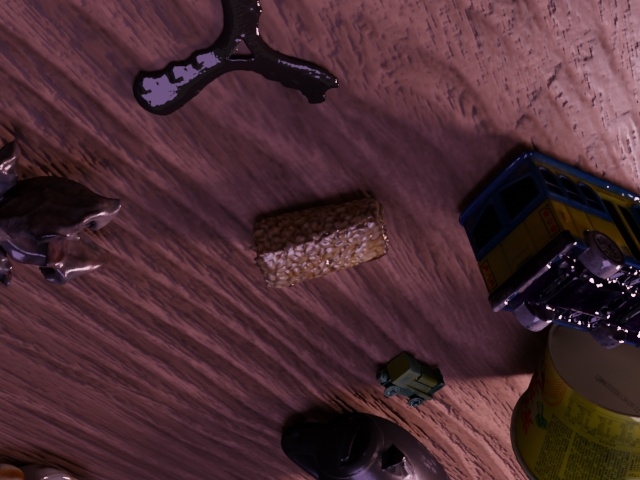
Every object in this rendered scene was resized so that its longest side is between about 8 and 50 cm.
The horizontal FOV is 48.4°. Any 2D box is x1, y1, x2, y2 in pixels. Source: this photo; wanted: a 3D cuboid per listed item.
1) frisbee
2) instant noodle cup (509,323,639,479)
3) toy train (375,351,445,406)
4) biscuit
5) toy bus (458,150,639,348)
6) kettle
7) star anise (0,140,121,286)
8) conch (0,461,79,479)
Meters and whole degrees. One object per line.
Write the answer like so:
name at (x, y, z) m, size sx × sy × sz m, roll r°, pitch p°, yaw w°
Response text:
frisbee at (-0.061, -0.180, 0.686) m, size 0.187 × 0.012 × 0.211 m, roll 16°, pitch 132°, yaw -28°
instant noodle cup at (0.459, 0.244, 1.100) m, size 0.311 × 0.311 × 0.221 m, roll -8°, pitch 130°, yaw -3°
toy train at (0.149, 0.232, 1.182) m, size 0.122 × 0.050 × 0.081 m, roll 28°, pitch 119°, yaw -35°
biscuit at (0.000, 0.000, 0.863) m, size 0.168 × 0.070 × 0.082 m, roll -15°, pitch 143°, yaw 2°
toy bus at (0.333, 0.021, 0.880) m, size 0.288 × 0.175 × 0.138 m, roll 16°, pitch 132°, yaw -28°
kettle at (0.066, 0.414, 1.278) m, size 0.268 × 0.207 × 0.290 m, roll -2°, pitch 142°, yaw 34°
star anise at (-0.338, -0.013, 0.745) m, size 0.258 × 0.110 × 0.198 m, roll 4°, pitch 138°, yaw -8°
conch at (-0.528, 0.454, 1.208) m, size 0.149 × 0.182 × 0.275 m, roll 6°, pitch 142°, yaw 30°
